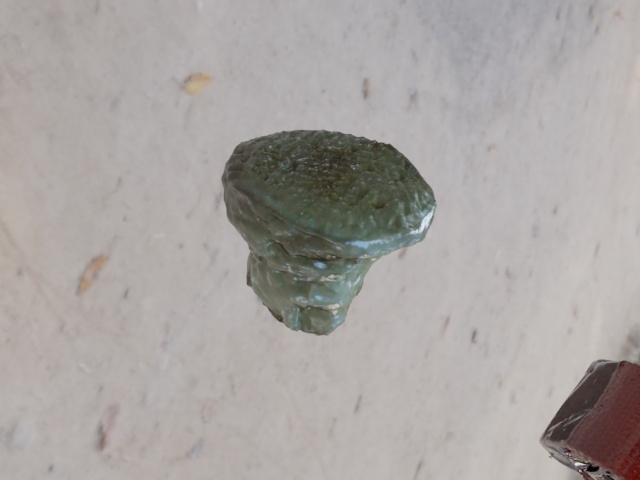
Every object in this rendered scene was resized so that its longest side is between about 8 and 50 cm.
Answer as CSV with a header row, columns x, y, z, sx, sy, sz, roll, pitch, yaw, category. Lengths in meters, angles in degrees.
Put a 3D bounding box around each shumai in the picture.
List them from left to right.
x,y,z,sx,sy,sz,roll,pitch,yaw,category
0.000,0.000,1.888,0.324,0.397,0.323,-33,140,-46,shumai

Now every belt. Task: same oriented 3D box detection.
x,y,z,sx,sy,sz,roll,pitch,yaw,category
0.294,0.176,0.953,0.124,0.128,0.201,-52,179,-8,belt
